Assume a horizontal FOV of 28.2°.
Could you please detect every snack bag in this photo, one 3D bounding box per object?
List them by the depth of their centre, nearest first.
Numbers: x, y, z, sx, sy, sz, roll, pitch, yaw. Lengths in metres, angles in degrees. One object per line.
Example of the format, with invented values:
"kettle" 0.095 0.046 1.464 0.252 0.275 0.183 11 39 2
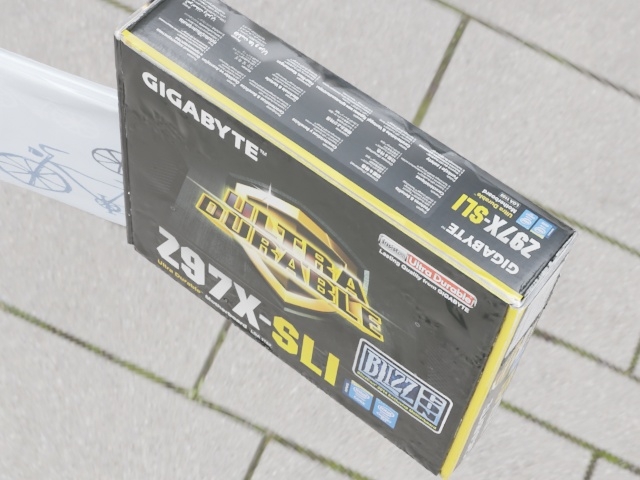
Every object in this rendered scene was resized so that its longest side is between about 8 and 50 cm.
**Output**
"snack bag" -0.200 -0.083 1.259 0.323 0.342 0.037 20 71 1

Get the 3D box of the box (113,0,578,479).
"box" 0.000 0.000 0.896 0.322 0.257 0.079 35 62 16
